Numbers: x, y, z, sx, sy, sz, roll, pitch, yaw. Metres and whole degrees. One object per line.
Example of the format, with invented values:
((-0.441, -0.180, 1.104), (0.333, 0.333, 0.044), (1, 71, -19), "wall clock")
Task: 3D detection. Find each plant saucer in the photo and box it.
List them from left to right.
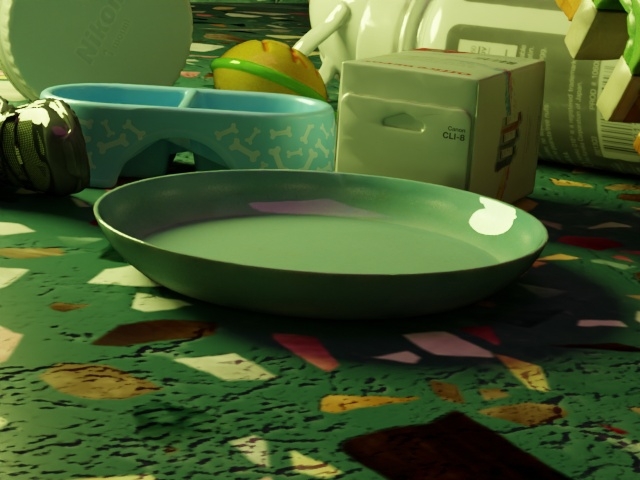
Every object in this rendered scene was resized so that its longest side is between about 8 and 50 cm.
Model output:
((0.000, 0.000, 0.976), (0.317, 0.044, 0.317), (3, 14, -1), "plant saucer")

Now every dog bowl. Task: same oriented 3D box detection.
((-0.122, -0.096, 1.270), (0.297, 0.074, 0.166), (4, 14, -1), "dog bowl")

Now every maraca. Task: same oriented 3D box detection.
((-0.042, -0.158, 1.504), (0.127, 0.099, 0.185), (18, -6, 39), "maraca")

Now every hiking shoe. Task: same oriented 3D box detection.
((-0.277, -0.069, 1.146), (0.114, 0.086, 0.227), (-23, 21, -34), "hiking shoe")

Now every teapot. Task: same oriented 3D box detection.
((0.084, -0.267, 1.812), (0.256, 0.187, 0.253), (18, 39, -11), "teapot")

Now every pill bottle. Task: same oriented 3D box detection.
((0.233, -0.186, 1.448), (0.361, 0.204, 0.204), (13, 16, 30), "pill bottle")

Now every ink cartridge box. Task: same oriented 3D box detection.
((0.105, -0.095, 1.206), (0.128, 0.127, 0.176), (11, 15, 26), "ink cartridge box")

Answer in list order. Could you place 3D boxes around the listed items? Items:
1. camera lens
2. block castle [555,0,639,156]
((-0.270, -0.253, 1.563), (0.219, 0.219, 0.274), (-1, 15, -19), "camera lens")
((0.376, -0.203, 1.133), (0.303, 0.213, 0.453), (0, 49, -19), "block castle")
